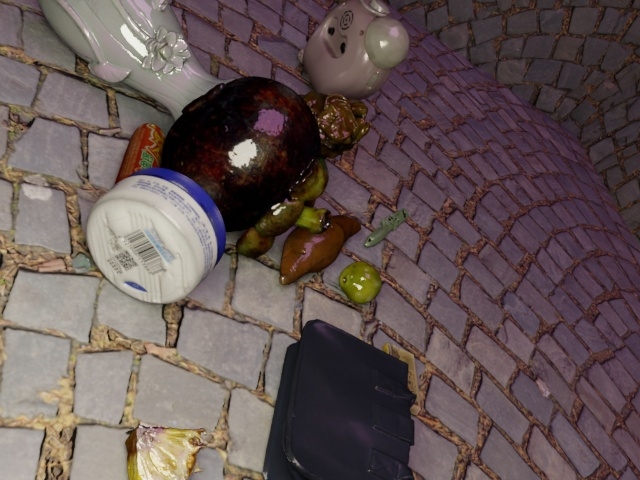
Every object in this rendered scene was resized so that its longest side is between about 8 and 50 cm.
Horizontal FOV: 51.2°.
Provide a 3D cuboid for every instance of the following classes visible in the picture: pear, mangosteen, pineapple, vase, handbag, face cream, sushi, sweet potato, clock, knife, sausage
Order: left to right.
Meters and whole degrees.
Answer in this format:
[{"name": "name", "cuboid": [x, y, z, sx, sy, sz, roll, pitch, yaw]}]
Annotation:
[{"name": "sausage", "cuboid": [-0.340, -0.147, 1.270, 0.083, 0.083, 0.264, 26, 36, -24]}, {"name": "vase", "cuboid": [-0.376, -0.413, 1.409, 0.445, 0.250, 0.250, 45, 33, -1]}, {"name": "face cream", "cuboid": [-0.264, -0.003, 1.062, 0.206, 0.206, 0.111, 39, 38, -5]}, {"name": "pineapple", "cuboid": [-0.217, 0.295, 0.893, 0.116, 0.069, 0.137, 43, 34, -1]}, {"name": "mangosteen", "cuboid": [-0.140, -0.149, 1.281, 0.330, 0.330, 0.330, 27, 36, -22]}, {"name": "sweet potato", "cuboid": [-0.003, 0.001, 1.425, 0.112, 0.112, 0.359, 43, 36, 1]}, {"name": "sushi", "cuboid": [-0.002, -0.277, 1.655, 0.213, 0.204, 0.200, 9, 50, -33]}, {"name": "handbag", "cuboid": [0.052, 0.309, 1.119, 0.269, 0.118, 0.326, 27, 36, -11]}, {"name": "clock", "cuboid": [0.100, -0.579, 1.999, 0.184, 0.326, 0.342, 3, 50, -43]}, {"name": "pear", "cuboid": [0.091, 0.089, 1.440, 0.097, 0.092, 0.092, 6, 48, -42]}, {"name": "knife", "cuboid": [0.171, -0.037, 1.730, 0.043, 0.020, 0.293, 45, 32, 8]}]

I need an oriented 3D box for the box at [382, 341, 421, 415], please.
[{"name": "box", "cuboid": [0.164, 0.279, 1.356, 0.073, 0.020, 0.149, 28, 36, -22]}]
